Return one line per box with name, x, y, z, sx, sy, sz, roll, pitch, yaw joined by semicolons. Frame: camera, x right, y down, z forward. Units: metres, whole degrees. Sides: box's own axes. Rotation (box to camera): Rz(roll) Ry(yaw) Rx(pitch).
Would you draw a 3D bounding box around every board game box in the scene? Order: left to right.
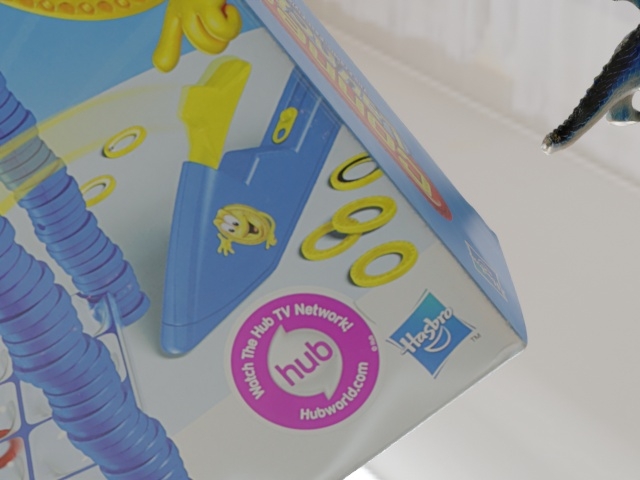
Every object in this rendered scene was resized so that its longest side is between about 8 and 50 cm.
board game box;-0.156;-0.007;0.432;0.308;0.302;0.086;-38;-163;11

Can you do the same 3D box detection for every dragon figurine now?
dragon figurine;0.236;-0.148;1.042;0.289;0.144;0.085;-17;-163;-26
